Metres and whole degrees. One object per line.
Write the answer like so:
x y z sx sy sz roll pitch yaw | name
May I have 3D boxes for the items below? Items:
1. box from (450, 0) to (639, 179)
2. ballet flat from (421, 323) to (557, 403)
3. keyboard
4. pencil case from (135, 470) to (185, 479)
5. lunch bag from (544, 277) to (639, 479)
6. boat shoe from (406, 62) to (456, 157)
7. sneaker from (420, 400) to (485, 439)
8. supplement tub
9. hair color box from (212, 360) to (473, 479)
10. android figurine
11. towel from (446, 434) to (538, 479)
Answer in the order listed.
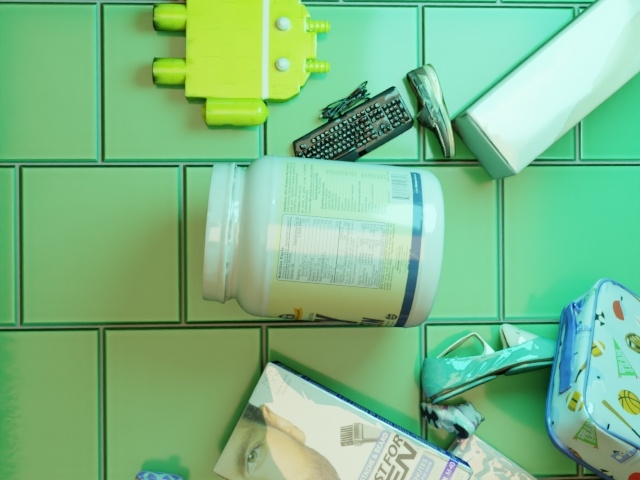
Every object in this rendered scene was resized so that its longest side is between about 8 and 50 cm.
0.358 -0.237 1.519 0.311 0.148 0.121 -40 93 -2 | box
0.270 0.177 1.546 0.247 0.083 0.087 -16 77 -6 | ballet flat
0.044 -0.176 1.551 0.192 0.038 0.100 -30 92 -4 | keyboard
-0.254 0.450 1.504 0.086 0.088 0.206 8 89 -6 | pencil case
0.446 0.208 1.470 0.243 0.115 0.303 30 46 -9 | lunch bag
0.171 -0.196 1.554 0.049 0.056 0.152 -16 81 1 | boat shoe
0.209 0.267 1.559 0.098 0.069 0.038 26 131 33 | sneaker
0.000 0.000 1.448 0.324 0.235 0.236 5 90 -4 | supplement tub
0.034 0.336 1.487 0.338 0.110 0.185 27 86 8 | hair color box
-0.120 -0.297 1.532 0.272 0.056 0.248 2 89 -2 | android figurine
0.252 0.513 1.555 0.317 0.053 0.332 38 87 -2 | towel
